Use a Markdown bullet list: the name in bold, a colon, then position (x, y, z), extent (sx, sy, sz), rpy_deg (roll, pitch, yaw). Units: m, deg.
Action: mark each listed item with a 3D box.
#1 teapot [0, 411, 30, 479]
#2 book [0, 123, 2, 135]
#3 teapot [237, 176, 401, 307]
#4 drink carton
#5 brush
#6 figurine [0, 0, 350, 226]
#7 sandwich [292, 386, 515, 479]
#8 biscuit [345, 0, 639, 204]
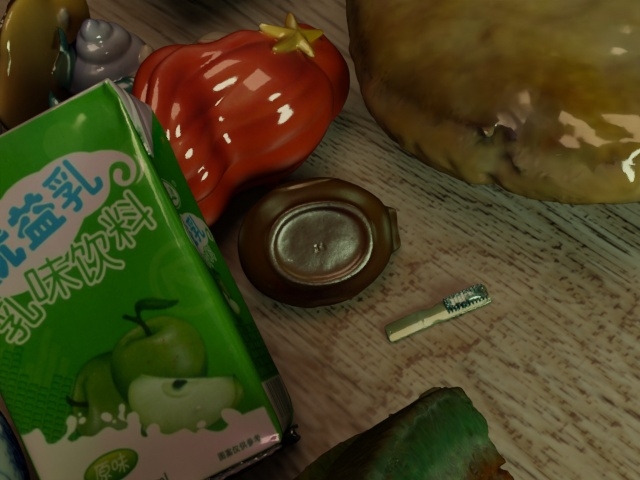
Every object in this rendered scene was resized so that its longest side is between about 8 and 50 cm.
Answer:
- **teapot**: position (-0.320, 0.166, 0.637), extent (0.280, 0.252, 0.424), rpy_deg (34, 104, 38)
- **book**: position (-0.313, -0.043, 0.879), extent (0.157, 0.026, 0.231), rpy_deg (-40, 48, 27)
- **teapot**: position (0.000, 0.000, 0.801), extent (0.129, 0.078, 0.098), rpy_deg (-11, 94, -6)
- **drink carton**: position (-0.140, 0.051, 0.695), extent (0.161, 0.108, 0.271), rpy_deg (-26, 84, 4)
- **brush**: position (0.087, 0.053, 0.775), extent (0.083, 0.013, 0.016), rpy_deg (-23, 56, -1)
- **figurine**: position (-0.121, -0.103, 0.849), extent (0.257, 0.181, 0.208), rpy_deg (11, 19, 18)
- **sandwich**: position (0.052, 0.195, 0.555), extent (0.109, 0.292, 0.212), rpy_deg (-46, 69, 27)
- **biscuit**: position (0.232, -0.203, 0.827), extent (0.429, 0.104, 0.446), rpy_deg (-9, 51, 8)
